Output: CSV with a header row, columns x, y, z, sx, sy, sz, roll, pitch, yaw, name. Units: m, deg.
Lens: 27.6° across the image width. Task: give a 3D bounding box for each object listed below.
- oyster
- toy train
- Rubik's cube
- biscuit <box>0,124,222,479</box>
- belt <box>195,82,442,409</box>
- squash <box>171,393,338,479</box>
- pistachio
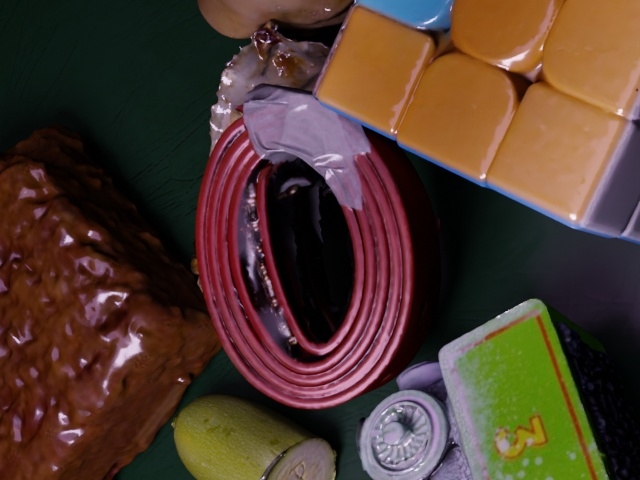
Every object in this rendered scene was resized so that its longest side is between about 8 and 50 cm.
x,y,z,sx,sy,sz,roll,pitch,yaw,name
-0.050,-0.065,1.438,0.198,0.133,0.337,39,110,32,oyster
0.182,0.227,1.214,0.249,0.173,0.307,-30,52,23,toy train
0.224,-0.179,1.182,0.292,0.290,0.291,29,101,32,Rubik's cube
-0.333,0.094,1.579,0.395,0.166,0.342,46,112,27,biscuit
0.000,0.000,1.293,0.227,0.115,0.323,-7,90,19,belt
-0.089,0.235,1.440,0.187,0.123,0.123,23,97,36,squash
-0.042,-0.348,1.452,0.213,0.163,0.260,3,75,17,pistachio
